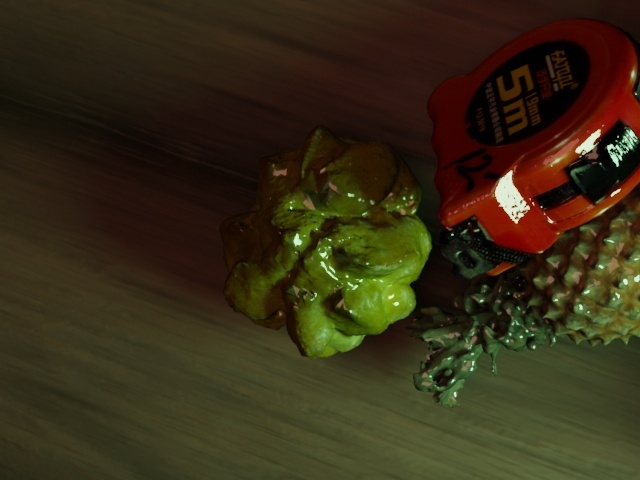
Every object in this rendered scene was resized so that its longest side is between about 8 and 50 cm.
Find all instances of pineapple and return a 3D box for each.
[{"bbox_3d":[0.248,0.059,1.625,0.361,0.175,0.175,-31,85,19],"label":"pineapple"}]

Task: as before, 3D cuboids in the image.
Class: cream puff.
[{"bbox_3d":[0.004,0.003,1.690,0.244,0.196,0.244,19,122,33],"label":"cream puff"}]

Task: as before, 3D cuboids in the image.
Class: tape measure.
[{"bbox_3d":[0.229,-0.105,1.577,0.260,0.253,0.114,-28,126,20],"label":"tape measure"}]
